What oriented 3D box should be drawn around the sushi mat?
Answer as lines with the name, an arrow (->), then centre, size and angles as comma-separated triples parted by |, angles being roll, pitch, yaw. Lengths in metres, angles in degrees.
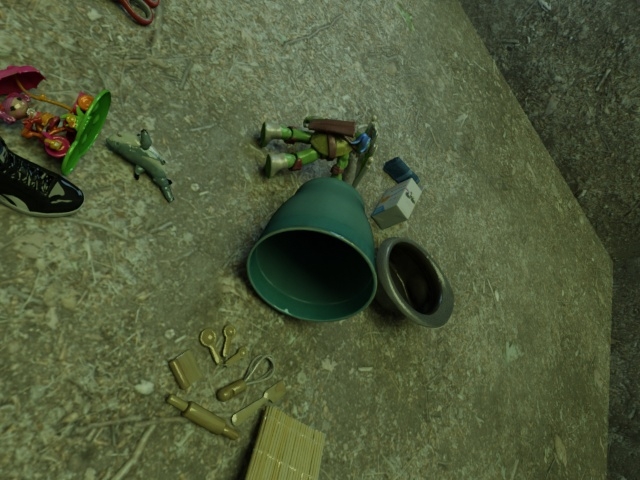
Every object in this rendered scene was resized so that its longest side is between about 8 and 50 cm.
sushi mat -> -0.077, 0.479, 0.780 | 0.151, 0.019, 0.317 | 33, 40, -16

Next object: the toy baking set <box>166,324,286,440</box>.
toy baking set -> -0.175, 0.283, 0.849 | 0.256, 0.030, 0.197 | 45, 50, -20

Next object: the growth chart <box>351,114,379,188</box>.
growth chart -> 0.122, -0.242, 1.188 | 0.021, 0.172, 0.237 | 19, 47, -8

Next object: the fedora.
fedora -> 0.234, 0.128, 1.204 | 0.275, 0.124, 0.244 | 46, 47, -9

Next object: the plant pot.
plant pot -> 0.000, 0.000, 0.970 | 0.271, 0.271, 0.255 | 42, 36, -22

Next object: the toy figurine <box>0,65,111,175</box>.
toy figurine -> -0.474, -0.219, 0.728 | 0.159, 0.130, 0.173 | 25, 69, -19

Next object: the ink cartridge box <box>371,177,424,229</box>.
ink cartridge box -> 0.241, -0.124, 1.319 | 0.062, 0.104, 0.181 | 49, 48, -17

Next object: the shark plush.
shark plush -> -0.351, -0.148, 0.860 | 0.067, 0.073, 0.161 | -41, 125, -23

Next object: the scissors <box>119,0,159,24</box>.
scissors -> -0.466, -0.551, 0.872 | 0.297, 0.021, 0.109 | 15, 70, -49

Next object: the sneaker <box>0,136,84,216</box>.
sneaker -> -0.475, -0.104, 0.663 | 0.216, 0.121, 0.079 | 22, 62, -35

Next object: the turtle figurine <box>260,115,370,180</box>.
turtle figurine -> -0.023, -0.225, 1.125 | 0.266, 0.274, 0.198 | -5, 108, -19

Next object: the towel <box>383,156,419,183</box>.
towel -> 0.266, -0.219, 1.402 | 0.119, 0.067, 0.029 | 40, 50, -24
